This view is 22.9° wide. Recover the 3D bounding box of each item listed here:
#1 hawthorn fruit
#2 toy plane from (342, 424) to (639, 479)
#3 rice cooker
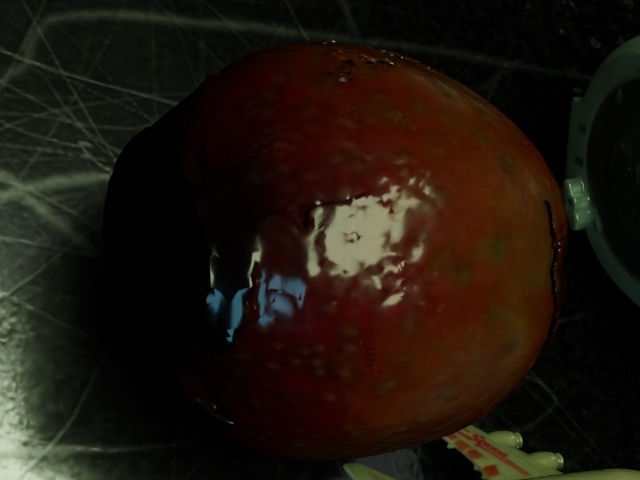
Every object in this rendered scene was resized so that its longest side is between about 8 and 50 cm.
[{"bbox_3d":[0.007,0.010,1.038,0.316,0.316,0.316,9,67,-23],"label":"hawthorn fruit"},{"bbox_3d":[0.147,0.200,1.131,0.256,0.104,0.242,10,35,-33],"label":"toy plane"},{"bbox_3d":[0.368,-0.066,1.263,0.317,0.317,0.264,-15,117,-30],"label":"rice cooker"}]
